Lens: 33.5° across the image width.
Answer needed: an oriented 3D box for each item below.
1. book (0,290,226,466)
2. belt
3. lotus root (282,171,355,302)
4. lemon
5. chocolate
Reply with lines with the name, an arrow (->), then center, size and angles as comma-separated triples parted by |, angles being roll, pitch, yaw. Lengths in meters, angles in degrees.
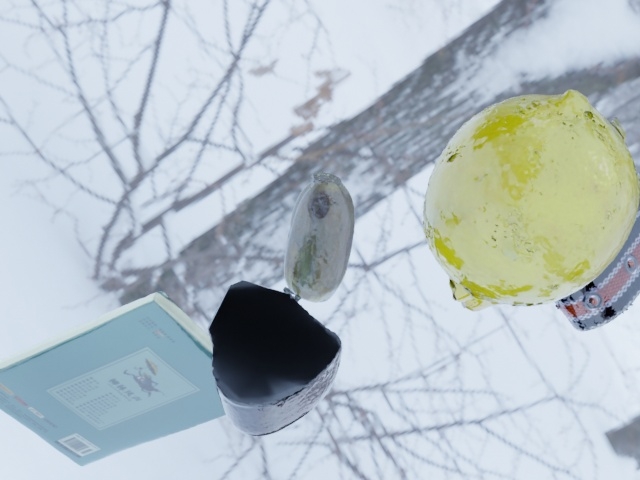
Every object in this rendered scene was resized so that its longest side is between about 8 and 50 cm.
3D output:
book -> -0.298, 0.216, 1.561 | 0.264, 0.379, 0.031 | 47, 32, -36
belt -> 0.425, -0.034, 1.365 | 0.094, 0.359, 0.126 | 52, -18, -28
lotus root -> 0.000, 0.000, 1.937 | 0.123, 0.241, 0.124 | 11, 12, -14
lemon -> 0.173, -0.030, 0.896 | 0.173, 0.206, 0.173 | 30, 6, -4
chocolate -> -0.045, 0.117, 1.019 | 0.080, 0.125, 0.148 | 97, -14, -44
